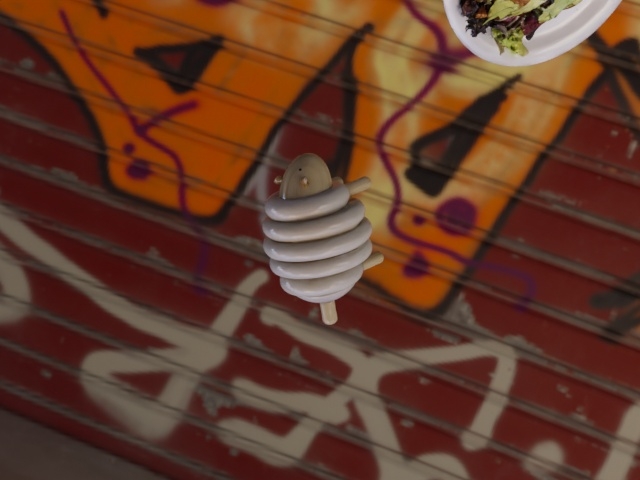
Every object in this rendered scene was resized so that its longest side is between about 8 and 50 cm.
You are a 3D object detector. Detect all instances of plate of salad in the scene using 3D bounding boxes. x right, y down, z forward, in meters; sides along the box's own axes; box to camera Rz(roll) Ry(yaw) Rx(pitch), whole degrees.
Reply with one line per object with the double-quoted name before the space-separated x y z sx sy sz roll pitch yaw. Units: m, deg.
"plate of salad" 0.183 -0.223 0.693 0.199 0.200 0.048 10 -152 -36

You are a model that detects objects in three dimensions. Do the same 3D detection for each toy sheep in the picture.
"toy sheep" 0.000 0.000 0.673 0.091 0.132 0.091 -12 -167 3
